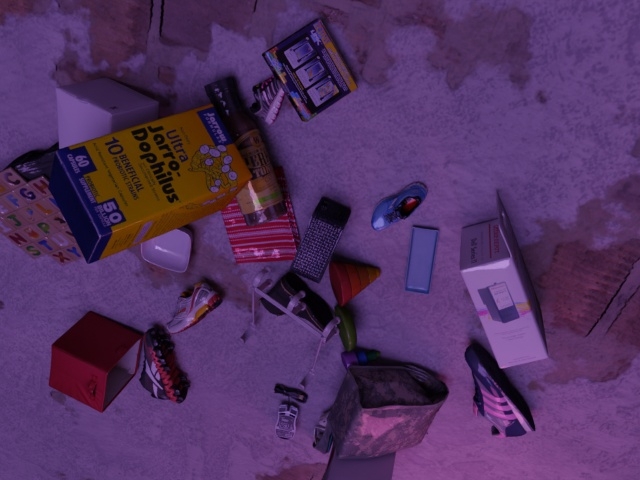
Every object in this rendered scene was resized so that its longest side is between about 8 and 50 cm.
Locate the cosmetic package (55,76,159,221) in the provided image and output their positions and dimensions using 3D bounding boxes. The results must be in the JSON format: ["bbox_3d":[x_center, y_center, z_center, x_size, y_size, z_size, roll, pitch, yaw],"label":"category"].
[{"bbox_3d":[-0.520,-0.187,1.532,0.197,0.155,0.365,29,125,24],"label":"cosmetic package"}]

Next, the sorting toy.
[{"bbox_3d":[0.109,0.201,1.669,0.126,0.127,0.365,-14,122,-11],"label":"sorting toy"}]

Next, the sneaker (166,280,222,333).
[{"bbox_3d":[-0.373,0.192,1.796,0.225,0.088,0.092,-39,83,30],"label":"sneaker"}]

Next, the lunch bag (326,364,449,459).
[{"bbox_3d":[0.193,0.473,1.738,0.287,0.169,0.235,4,128,-19],"label":"lunch bag"}]

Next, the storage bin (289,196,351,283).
[{"bbox_3d":[0.000,0.000,1.538,0.084,0.122,0.180,23,115,1],"label":"storage bin"}]

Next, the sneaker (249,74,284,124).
[{"bbox_3d":[-0.115,-0.345,1.414,0.075,0.063,0.170,21,128,-5],"label":"sneaker"}]

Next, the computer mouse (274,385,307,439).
[{"bbox_3d":[-0.103,0.535,1.936,0.106,0.042,0.192,12,116,3],"label":"computer mouse"}]

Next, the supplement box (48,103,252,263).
[{"bbox_3d":[-0.365,-0.125,1.345,0.194,0.357,0.195,61,147,4],"label":"supplement box"}]

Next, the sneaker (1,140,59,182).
[{"bbox_3d":[-0.727,-0.178,1.657,0.286,0.109,0.130,-11,123,23],"label":"sneaker"}]

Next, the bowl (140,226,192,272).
[{"bbox_3d":[-0.414,0.007,1.705,0.142,0.053,0.142,18,122,3],"label":"bowl"}]

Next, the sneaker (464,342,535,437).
[{"bbox_3d":[0.449,0.417,1.675,0.131,0.112,0.319,-29,107,24],"label":"sneaker"}]

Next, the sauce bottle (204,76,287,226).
[{"bbox_3d":[-0.182,-0.206,1.463,0.111,0.111,0.344,-15,103,22],"label":"sauce bottle"}]

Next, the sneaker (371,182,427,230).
[{"bbox_3d":[0.180,-0.074,1.485,0.063,0.073,0.162,44,121,-12],"label":"sneaker"}]

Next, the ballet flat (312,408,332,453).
[{"bbox_3d":[0.019,0.570,1.905,0.068,0.072,0.213,22,123,9],"label":"ballet flat"}]

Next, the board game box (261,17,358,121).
[{"bbox_3d":[-0.022,-0.366,1.348,0.141,0.048,0.170,-34,109,-7],"label":"board game box"}]

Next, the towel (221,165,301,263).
[{"bbox_3d":[-0.164,-0.061,1.612,0.199,0.031,0.274,-3,119,18],"label":"towel"}]

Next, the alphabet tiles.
[{"bbox_3d":[-0.782,-0.056,1.728,0.285,0.011,0.342,-17,132,24],"label":"alphabet tiles"}]

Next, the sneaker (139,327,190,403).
[{"bbox_3d":[-0.507,0.389,1.924,0.135,0.097,0.276,-5,119,15],"label":"sneaker"}]

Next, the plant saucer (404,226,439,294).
[{"bbox_3d":[0.254,0.051,1.572,0.067,0.018,0.192,9,120,10],"label":"plant saucer"}]

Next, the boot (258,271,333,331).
[{"bbox_3d":[-0.065,0.194,1.716,0.137,0.077,0.198,-39,91,34],"label":"boot"}]

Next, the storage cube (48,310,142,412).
[{"bbox_3d":[-0.683,0.365,1.896,0.193,0.215,0.183,24,123,8],"label":"storage cube"}]

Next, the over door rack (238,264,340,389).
[{"bbox_3d":[-0.082,0.223,1.643,0.240,0.108,0.324,35,142,13],"label":"over door rack"}]

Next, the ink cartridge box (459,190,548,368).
[{"bbox_3d":[0.410,0.088,1.438,0.119,0.207,0.353,-17,113,22],"label":"ink cartridge box"}]

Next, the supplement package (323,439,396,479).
[{"bbox_3d":[0.108,0.669,1.806,0.175,0.293,0.177,19,122,4],"label":"supplement package"}]
